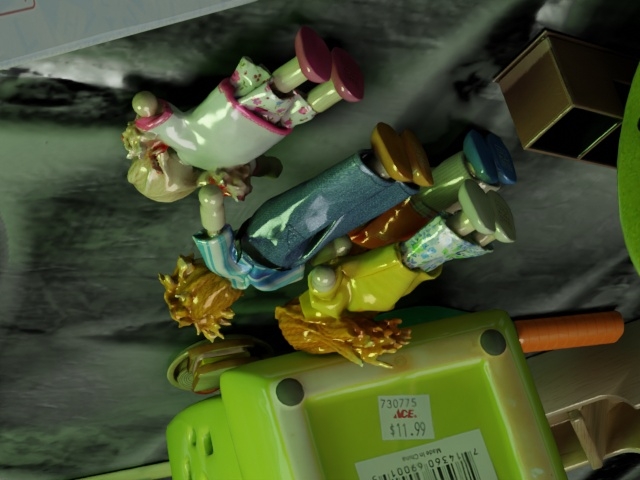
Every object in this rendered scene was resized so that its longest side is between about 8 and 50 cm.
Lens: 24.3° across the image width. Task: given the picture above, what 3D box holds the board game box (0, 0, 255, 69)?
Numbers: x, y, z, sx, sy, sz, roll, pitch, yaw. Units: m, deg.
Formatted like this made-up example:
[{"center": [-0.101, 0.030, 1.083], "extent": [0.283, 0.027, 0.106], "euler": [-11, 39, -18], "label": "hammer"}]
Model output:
[{"center": [-0.229, -0.056, 0.388], "extent": [0.318, 0.066, 0.318], "euler": [-1, -165, 31], "label": "board game box"}]

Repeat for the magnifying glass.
[{"center": [0.121, 0.074, 1.115], "extent": [0.230, 0.026, 0.092], "euler": [-3, 148, -19], "label": "magnifying glass"}]

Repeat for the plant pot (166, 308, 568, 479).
[{"center": [0.041, 0.175, 0.958], "extent": [0.228, 0.227, 0.207], "euler": [-11, 161, -17], "label": "plant pot"}]

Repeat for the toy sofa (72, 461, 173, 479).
[{"center": [-0.155, 0.284, 1.211], "extent": [0.362, 0.150, 0.177], "euler": [-9, 151, -11], "label": "toy sofa"}]

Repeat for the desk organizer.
[{"center": [0.166, -0.074, 0.849], "extent": [0.130, 0.050, 0.047], "euler": [8, 143, -37], "label": "desk organizer"}]

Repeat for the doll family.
[{"center": [0.000, 0.000, 0.825], "extent": [0.163, 0.118, 0.263], "euler": [-31, 148, 26], "label": "doll family"}]

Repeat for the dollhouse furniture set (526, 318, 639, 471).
[{"center": [0.294, 0.267, 1.150], "extent": [0.256, 0.394, 0.362], "euler": [-20, 151, 9], "label": "dollhouse furniture set"}]

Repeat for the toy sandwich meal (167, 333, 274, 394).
[{"center": [-0.068, 0.093, 1.045], "extent": [0.085, 0.029, 0.086], "euler": [-12, 151, -7], "label": "toy sandwich meal"}]

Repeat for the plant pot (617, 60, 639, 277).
[{"center": [0.361, -0.024, 0.775], "extent": [0.353, 0.367, 0.366], "euler": [17, 139, -27], "label": "plant pot"}]
